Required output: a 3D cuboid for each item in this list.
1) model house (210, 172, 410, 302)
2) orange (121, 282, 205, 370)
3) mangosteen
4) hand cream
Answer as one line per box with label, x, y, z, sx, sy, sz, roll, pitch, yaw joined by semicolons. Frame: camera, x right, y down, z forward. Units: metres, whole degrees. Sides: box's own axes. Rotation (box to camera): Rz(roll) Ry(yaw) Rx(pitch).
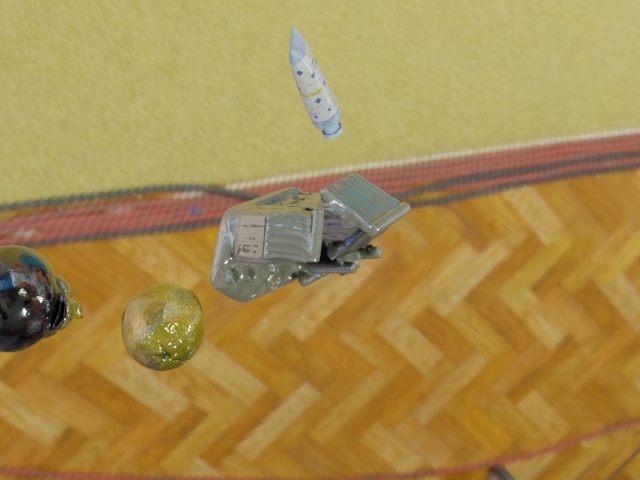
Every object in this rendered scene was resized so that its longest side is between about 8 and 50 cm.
model house;-0.006;-0.006;1.569;0.229;0.188;0.122;-19;97;-48
orange;-0.157;0.088;1.310;0.085;0.095;0.085;-5;129;-6
mangosteen;-0.358;0.073;1.578;0.151;0.137;0.137;16;111;-33
hand cream;-0.009;-0.210;1.780;0.043;0.065;0.171;-12;132;14
